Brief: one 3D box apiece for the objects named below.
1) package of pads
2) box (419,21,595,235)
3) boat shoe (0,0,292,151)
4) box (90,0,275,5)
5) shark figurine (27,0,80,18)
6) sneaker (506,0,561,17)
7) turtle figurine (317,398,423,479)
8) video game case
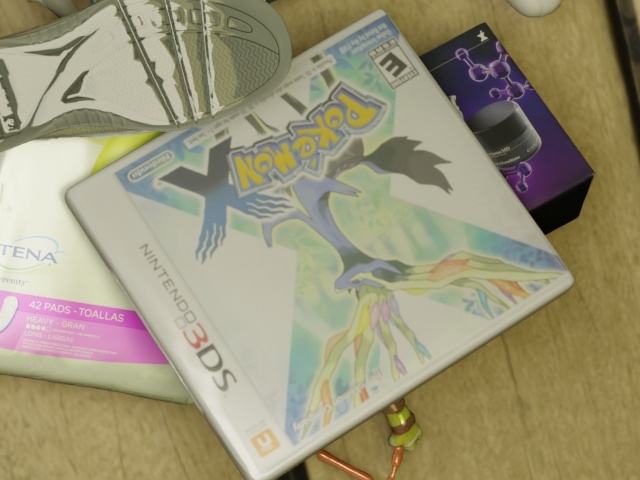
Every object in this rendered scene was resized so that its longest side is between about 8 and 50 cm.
[{"bbox_3d":[-0.202,-0.019,1.603,0.229,0.101,0.297,11,89,-16],"label":"package of pads"},{"bbox_3d":[0.085,-0.051,1.639,0.261,0.103,0.184,-30,70,-13],"label":"box"},{"bbox_3d":[-0.184,-0.138,1.487,0.320,0.103,0.118,-15,101,-4],"label":"boat shoe"},{"bbox_3d":[-0.088,-0.248,1.587,0.244,0.060,0.101,-29,124,-29],"label":"box"},{"bbox_3d":[-0.247,-0.282,1.528,0.116,0.166,0.278,-35,100,7],"label":"shark figurine"},{"bbox_3d":[0.093,-0.295,1.669,0.123,0.106,0.290,-44,92,-5],"label":"sneaker"},{"bbox_3d":[0.044,0.077,1.682,0.217,0.087,0.269,-39,97,-13],"label":"turtle figurine"},{"bbox_3d":[0.000,0.000,1.537,0.329,0.036,0.300,-31,78,-14],"label":"video game case"}]
